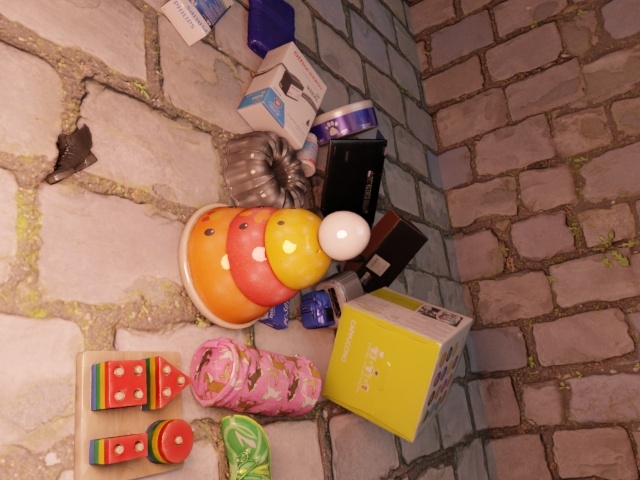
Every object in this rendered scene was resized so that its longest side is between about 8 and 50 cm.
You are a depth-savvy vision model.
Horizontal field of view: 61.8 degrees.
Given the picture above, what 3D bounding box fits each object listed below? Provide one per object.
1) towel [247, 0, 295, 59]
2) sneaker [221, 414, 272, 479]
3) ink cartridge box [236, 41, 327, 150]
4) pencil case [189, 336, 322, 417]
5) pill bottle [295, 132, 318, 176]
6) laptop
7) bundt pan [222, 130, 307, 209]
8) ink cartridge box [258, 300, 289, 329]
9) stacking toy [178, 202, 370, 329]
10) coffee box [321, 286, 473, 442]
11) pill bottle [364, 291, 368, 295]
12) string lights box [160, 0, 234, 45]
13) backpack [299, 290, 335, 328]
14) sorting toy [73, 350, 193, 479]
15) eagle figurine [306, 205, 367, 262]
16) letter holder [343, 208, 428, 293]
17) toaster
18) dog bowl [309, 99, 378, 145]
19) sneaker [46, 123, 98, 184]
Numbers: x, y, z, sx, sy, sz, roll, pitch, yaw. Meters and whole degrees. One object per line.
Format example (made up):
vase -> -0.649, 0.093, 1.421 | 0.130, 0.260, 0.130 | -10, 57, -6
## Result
towel -> -0.188, -0.788, 1.986 | 0.227, 0.076, 0.308 | 22, 58, -45
sneaker -> -0.172, 0.568, 1.301 | 0.123, 0.109, 0.296 | -21, 94, -85
ink cartridge box -> -0.123, -0.487, 1.837 | 0.223, 0.129, 0.307 | 46, 51, -37
pencil case -> -0.160, 0.363, 1.397 | 0.386, 0.160, 0.167 | 28, 24, -50
pill bottle -> -0.053, -0.316, 1.957 | 0.087, 0.087, 0.160 | 43, 42, -40
laptop -> 0.114, -0.226, 2.079 | 0.407, 0.236, 0.382 | -7, 114, -34
bundt pan -> -0.156, -0.205, 1.705 | 0.331, 0.124, 0.331 | 32, 49, -47
ink cartridge box -> -0.138, 0.159, 1.635 | 0.097, 0.046, 0.207 | 36, 47, -44
stacking toy -> -0.085, 0.021, 1.362 | 0.350, 0.479, 0.351 | 33, 49, -48
coffee box -> 0.252, 0.384, 1.762 | 0.334, 0.338, 0.338 | -11, 117, -58
pill bottle -> 0.157, 0.243, 2.053 | 0.067, 0.067, 0.120 | 65, 32, -15
string lights box -> -0.370, -0.725, 1.645 | 0.133, 0.076, 0.260 | 53, 37, -30
backpack -> -0.015, 0.225, 1.755 | 0.101, 0.098, 0.120 | 10, 68, -53
sorting toy -> -0.371, 0.359, 1.120 | 0.255, 0.089, 0.257 | 18, 61, -55
eagle figurine -> -0.007, 0.003, 1.761 | 0.298, 0.225, 0.226 | -18, 99, -39
letter holder -> 0.232, 0.033, 2.065 | 0.152, 0.302, 0.214 | 34, 12, -22
toaster -> 0.072, 0.202, 1.878 | 0.146, 0.129, 0.227 | -19, 94, -57
dog bowl -> 0.088, -0.451, 2.077 | 0.265, 0.265, 0.104 | -29, 102, -59
sneaker -> -0.541, -0.187, 1.144 | 0.089, 0.051, 0.170 | 63, 28, -18
